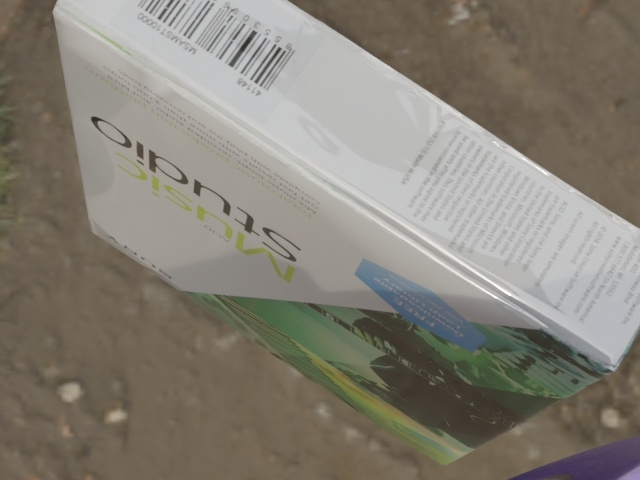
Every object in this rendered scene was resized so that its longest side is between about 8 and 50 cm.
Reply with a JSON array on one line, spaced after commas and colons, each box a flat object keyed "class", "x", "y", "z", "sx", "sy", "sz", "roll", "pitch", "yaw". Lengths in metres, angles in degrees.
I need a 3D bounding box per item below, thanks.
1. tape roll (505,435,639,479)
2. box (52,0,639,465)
[{"class": "tape roll", "x": 0.028, "y": 0.127, "z": 0.442, "sx": 0.189, "sy": 0.189, "sz": 0.080, "roll": -19, "pitch": 81, "yaw": -43}, {"class": "box", "x": 0.000, "y": 0.000, "z": 0.694, "sx": 0.232, "sy": 0.322, "sz": 0.058, "roll": 33, "pitch": 77, "yaw": 3}]
